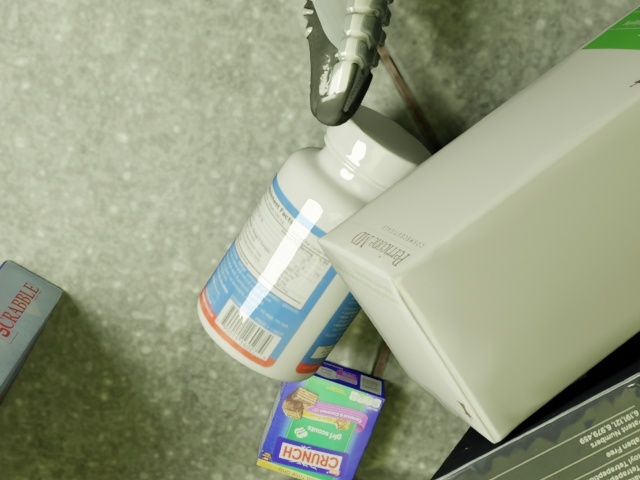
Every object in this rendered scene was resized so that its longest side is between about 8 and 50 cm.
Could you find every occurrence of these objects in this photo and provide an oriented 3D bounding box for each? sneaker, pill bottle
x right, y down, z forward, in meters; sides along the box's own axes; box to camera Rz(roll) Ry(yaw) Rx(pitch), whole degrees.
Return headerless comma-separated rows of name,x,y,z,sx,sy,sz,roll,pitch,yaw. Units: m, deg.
sneaker,-0.008,-0.209,1.104,0.132,0.086,0.229,14,85,10
pill bottle,0.000,0.000,1.175,0.124,0.124,0.221,32,110,-8

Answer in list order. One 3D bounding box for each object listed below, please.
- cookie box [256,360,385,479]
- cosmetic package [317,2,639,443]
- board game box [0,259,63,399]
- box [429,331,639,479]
cookie box,0.000,0.168,1.283,0.092,0.040,0.107,18,112,-4
cosmetic package,0.203,-0.033,1.047,0.365,0.197,0.155,-36,106,-9
board game box,-0.351,0.210,1.177,0.066,0.319,0.318,30,109,-6
box,0.257,0.253,1.093,0.179,0.343,0.312,-31,85,14
